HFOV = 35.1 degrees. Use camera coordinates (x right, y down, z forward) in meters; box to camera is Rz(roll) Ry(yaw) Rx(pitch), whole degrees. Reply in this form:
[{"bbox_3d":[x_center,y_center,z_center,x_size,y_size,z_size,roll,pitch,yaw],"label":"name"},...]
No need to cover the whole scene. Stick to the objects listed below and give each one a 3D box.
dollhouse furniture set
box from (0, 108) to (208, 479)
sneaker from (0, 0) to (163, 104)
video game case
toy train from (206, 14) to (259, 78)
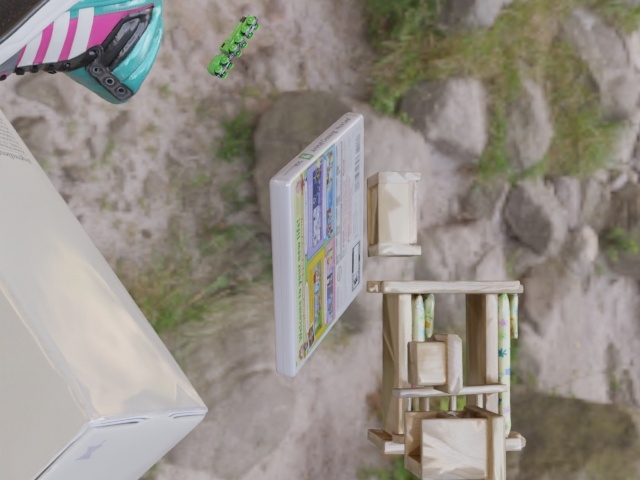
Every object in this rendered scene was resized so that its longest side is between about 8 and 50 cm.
[{"bbox_3d":[0.093,0.044,0.624,0.161,0.101,0.181,164,-74,-81],"label":"dollhouse furniture set"},{"bbox_3d":[-0.191,0.020,0.573,0.275,0.094,0.113,52,16,21],"label":"box"},{"bbox_3d":[-0.282,-0.196,1.055,0.296,0.124,0.178,-35,143,-5],"label":"sneaker"},{"bbox_3d":[0.000,0.000,1.026,0.193,0.023,0.212,-48,143,-55],"label":"video game case"},{"bbox_3d":[-0.097,-0.215,1.116,0.083,0.024,0.017,-59,148,-11],"label":"toy train"}]
